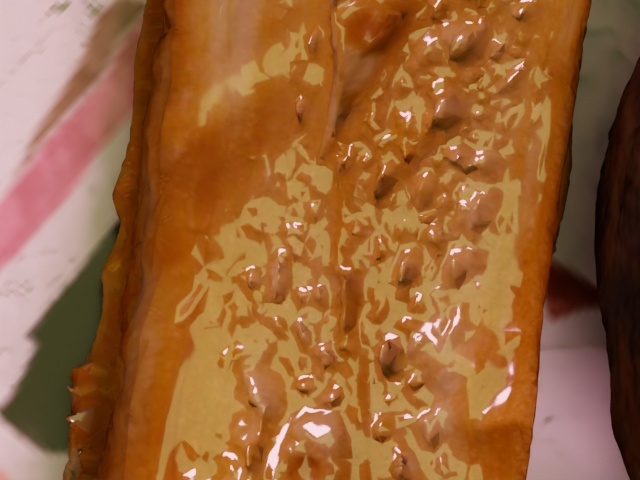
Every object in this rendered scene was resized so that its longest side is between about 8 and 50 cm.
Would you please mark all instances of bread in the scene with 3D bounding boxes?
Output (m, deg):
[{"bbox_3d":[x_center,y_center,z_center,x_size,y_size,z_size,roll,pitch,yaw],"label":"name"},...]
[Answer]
[{"bbox_3d":[0.000,0.000,0.464,0.139,0.077,0.270,7,82,-3],"label":"bread"}]

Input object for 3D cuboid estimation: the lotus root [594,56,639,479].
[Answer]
[{"bbox_3d":[0.164,-0.031,0.432,0.170,0.074,0.260,31,73,15],"label":"lotus root"}]
